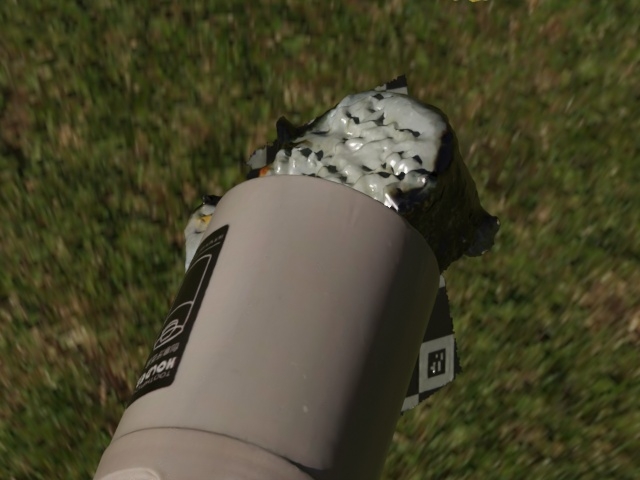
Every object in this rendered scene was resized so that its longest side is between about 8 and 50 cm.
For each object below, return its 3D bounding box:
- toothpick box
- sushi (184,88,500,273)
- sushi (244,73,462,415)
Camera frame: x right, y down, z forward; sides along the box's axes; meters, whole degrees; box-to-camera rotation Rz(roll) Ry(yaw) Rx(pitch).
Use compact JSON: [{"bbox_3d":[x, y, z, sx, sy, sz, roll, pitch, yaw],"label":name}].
[{"bbox_3d":[-0.024,0.074,0.830,0.111,0.111,0.180,19,55,3],"label":"toothpick box"},{"bbox_3d":[0.000,0.000,1.285,0.147,0.115,0.212,25,58,34],"label":"sushi"},{"bbox_3d":[0.012,0.025,1.570,0.192,0.043,0.279,-32,121,-36],"label":"sushi"}]
